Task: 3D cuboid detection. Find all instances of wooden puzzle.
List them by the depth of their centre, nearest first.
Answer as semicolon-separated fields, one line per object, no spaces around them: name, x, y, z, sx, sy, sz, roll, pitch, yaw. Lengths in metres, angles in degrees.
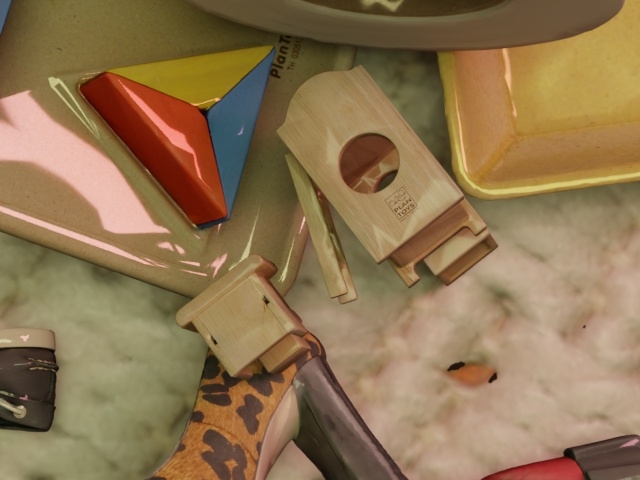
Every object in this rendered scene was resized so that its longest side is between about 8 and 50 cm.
wooden puzzle;-0.133;-0.160;0.926;0.348;0.080;0.322;20;76;-19

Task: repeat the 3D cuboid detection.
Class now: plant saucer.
plant saucer;0.222;-0.198;1.002;0.333;0.081;0.332;-7;81;-1

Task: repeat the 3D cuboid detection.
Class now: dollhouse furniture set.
dollhouse furniture set;0.000;0.000;0.936;0.161;0.182;0.101;-38;76;4

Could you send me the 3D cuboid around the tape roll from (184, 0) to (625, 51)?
tape roll;0.041;-0.209;0.842;0.246;0.246;0.169;6;82;-3

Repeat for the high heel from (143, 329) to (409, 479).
high heel;-0.095;0.124;0.900;0.261;0.093;0.186;-13;45;-29

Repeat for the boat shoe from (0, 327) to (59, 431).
boat shoe;-0.254;0.093;0.947;0.206;0.075;0.065;-7;80;-9

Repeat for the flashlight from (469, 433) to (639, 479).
flashlight;0.053;0.194;0.943;0.304;0.103;0.103;-13;87;-7
